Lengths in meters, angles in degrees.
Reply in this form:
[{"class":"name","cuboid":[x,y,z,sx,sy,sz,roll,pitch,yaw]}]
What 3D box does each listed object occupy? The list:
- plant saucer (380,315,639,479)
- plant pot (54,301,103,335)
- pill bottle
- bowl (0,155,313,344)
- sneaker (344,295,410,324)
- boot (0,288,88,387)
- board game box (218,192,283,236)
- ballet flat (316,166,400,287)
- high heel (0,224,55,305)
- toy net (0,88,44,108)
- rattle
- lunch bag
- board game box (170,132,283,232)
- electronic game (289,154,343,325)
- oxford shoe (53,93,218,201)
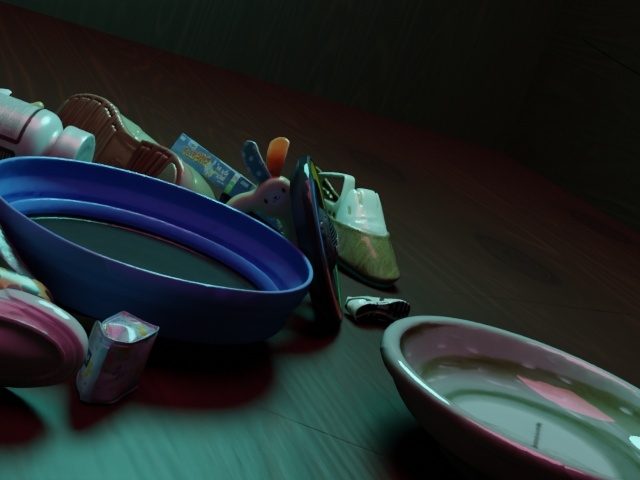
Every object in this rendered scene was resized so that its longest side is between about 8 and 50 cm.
[{"class":"plant saucer","cuboid":[0.241,0.211,1.248,0.400,0.100,0.400,19,14,-5]},{"class":"plant pot","cuboid":[-0.270,0.055,1.276,0.236,0.032,0.236,18,14,-5]},{"class":"pill bottle","cuboid":[-0.439,-0.140,1.601,0.221,0.121,0.121,21,14,2]},{"class":"bowl","cuboid":[-0.202,0.009,1.321,0.391,0.077,0.391,19,14,-5]},{"class":"sneaker","cuboid":[0.081,0.094,1.603,0.109,0.040,0.044,9,16,-39]},{"class":"boot","cuboid":[-0.334,0.092,0.955,0.258,0.095,0.123,11,20,-3]},{"class":"board game box","cuboid":[-0.076,-0.004,1.742,0.160,0.047,0.210,17,15,-14]},{"class":"ballet flat","cuboid":[0.037,-0.043,1.892,0.116,0.124,0.342,12,16,-30]},{"class":"high heel","cuboid":[-0.377,0.057,1.052,0.261,0.093,0.186,-11,53,-42]},{"class":"toy net","cuboid":[-0.502,-0.190,1.886,0.232,0.045,0.122,23,43,21]},{"class":"rattle","cuboid":[-0.073,-0.030,1.523,0.130,0.199,0.143,19,14,-1]},{"class":"lunch bag","cuboid":[-0.197,0.111,1.077,0.053,0.071,0.083,24,15,8]},{"class":"board game box","cuboid":[-0.129,-0.084,1.710,0.136,0.035,0.201,35,1,-40]},{"class":"electronic game","cuboid":[0.000,0.000,1.507,0.048,0.229,0.229,-11,14,4]},{"class":"oxford shoe","cuboid":[-0.291,-0.102,1.716,0.397,0.140,0.146,37,1,43]}]
